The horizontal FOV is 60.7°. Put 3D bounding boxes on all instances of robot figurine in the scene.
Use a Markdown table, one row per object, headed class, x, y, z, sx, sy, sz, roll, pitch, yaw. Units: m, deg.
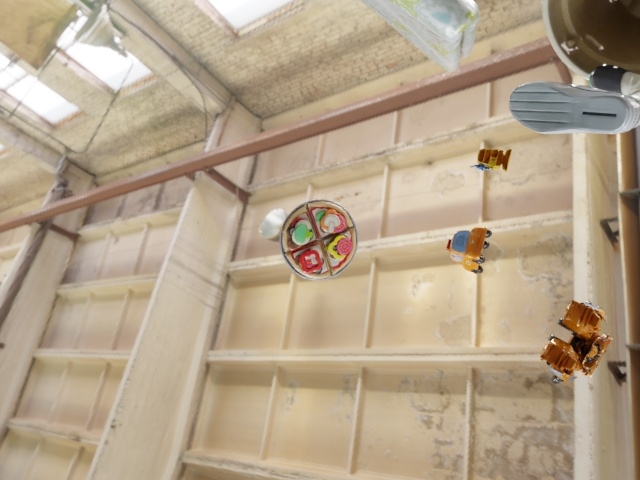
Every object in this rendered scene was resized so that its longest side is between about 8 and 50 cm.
| class | x | y | z | sx | sy | sz | roll | pitch | yaw |
| --- | --- | --- | --- | --- | --- | --- | --- | --- | --- |
| robot figurine | 0.579 | 0.235 | 1.226 | 0.085 | 0.291 | 0.211 | 30 | -88 | 38 |

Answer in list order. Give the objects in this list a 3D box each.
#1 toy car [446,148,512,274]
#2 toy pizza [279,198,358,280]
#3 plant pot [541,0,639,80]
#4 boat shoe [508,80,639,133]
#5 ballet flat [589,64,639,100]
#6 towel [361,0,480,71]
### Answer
| class | x | y | z | sx | sy | sz | roll | pitch | yaw |
| --- | --- | --- | --- | --- | --- | --- | --- | --- | --- |
| toy car | 0.154 | -0.029 | 0.541 | 0.040 | 0.060 | 0.122 | 13 | -90 | 17 |
| toy pizza | 0.000 | 0.000 | 1.337 | 0.201 | 0.201 | 0.032 | -54 | -165 | -3 |
| plant pot | 0.651 | -0.505 | 1.065 | 0.334 | 0.334 | 0.305 | 1 | -151 | 42 |
| boat shoe | 0.409 | -0.206 | 0.876 | 0.226 | 0.076 | 0.083 | 38 | -52 | 52 |
| ballet flat | 0.564 | -0.258 | 0.968 | 0.074 | 0.203 | 0.074 | -39 | -140 | 43 |
| towel | 0.136 | -0.440 | 0.952 | 0.320 | 0.374 | 0.090 | 41 | -74 | 5 |
